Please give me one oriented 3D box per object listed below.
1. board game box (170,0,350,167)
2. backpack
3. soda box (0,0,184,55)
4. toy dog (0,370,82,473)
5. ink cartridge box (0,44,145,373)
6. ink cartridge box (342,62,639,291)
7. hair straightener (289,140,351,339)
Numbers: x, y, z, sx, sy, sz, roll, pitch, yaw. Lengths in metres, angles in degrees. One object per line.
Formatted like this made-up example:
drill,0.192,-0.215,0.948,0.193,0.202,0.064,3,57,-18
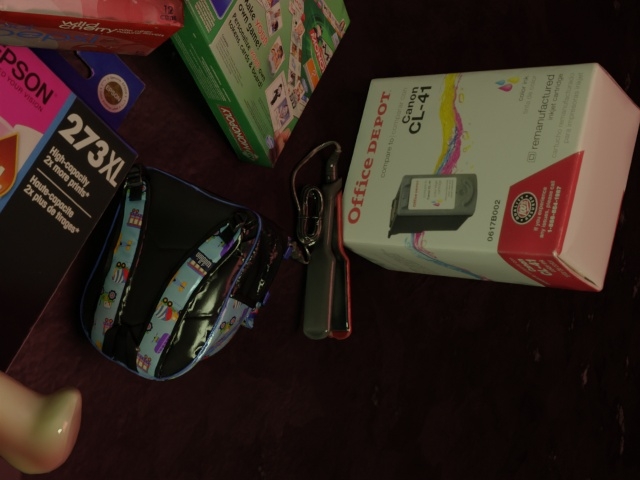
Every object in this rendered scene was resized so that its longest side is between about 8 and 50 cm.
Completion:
board game box,-0.067,-0.249,0.935,0.213,0.046,0.317,-64,152,-24
backpack,-0.126,0.038,0.878,0.173,0.158,0.117,-66,157,-2
soda box,-0.236,-0.191,0.690,0.263,0.092,0.083,-2,86,-29
toy dog,-0.308,0.200,0.534,0.395,0.284,0.408,-36,119,-11
ink cartridge box,-0.265,-0.043,0.772,0.176,0.069,0.371,48,56,-40
ink cartridge box,0.186,-0.074,1.119,0.131,0.306,0.226,28,72,-48
hair straightener,0.000,0.000,1.104,0.089,0.047,0.230,2,92,-51
